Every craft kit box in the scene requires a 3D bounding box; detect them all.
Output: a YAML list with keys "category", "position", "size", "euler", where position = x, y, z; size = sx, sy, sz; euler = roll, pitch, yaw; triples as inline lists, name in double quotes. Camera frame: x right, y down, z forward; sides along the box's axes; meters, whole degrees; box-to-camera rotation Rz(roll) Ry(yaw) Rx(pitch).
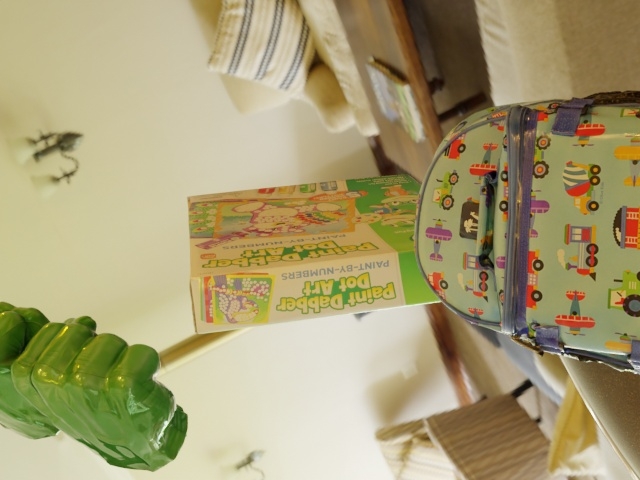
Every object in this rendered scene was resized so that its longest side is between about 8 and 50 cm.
- category: "craft kit box"
  position: [0.000, 0.000, 0.710]
  size: [0.246, 0.250, 0.061]
  euler: [-118, 23, -66]

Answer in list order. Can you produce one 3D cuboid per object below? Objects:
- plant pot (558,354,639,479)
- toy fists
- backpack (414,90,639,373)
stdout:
- category: "plant pot"
  position: [0.275, 0.066, 0.587]
  size: [0.230, 0.215, 0.215]
  euler: [47, 174, -4]
- category: "toy fists"
  position: [-0.254, 0.128, 0.710]
  size: [0.279, 0.096, 0.142]
  euler: [6, 144, 32]
- category: "backpack"
  position: [0.131, -0.011, 0.441]
  size: [0.117, 0.173, 0.158]
  euler: [-7, -74, -60]
